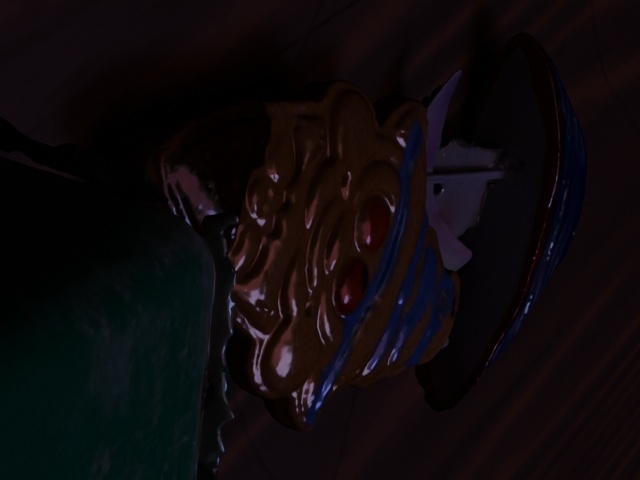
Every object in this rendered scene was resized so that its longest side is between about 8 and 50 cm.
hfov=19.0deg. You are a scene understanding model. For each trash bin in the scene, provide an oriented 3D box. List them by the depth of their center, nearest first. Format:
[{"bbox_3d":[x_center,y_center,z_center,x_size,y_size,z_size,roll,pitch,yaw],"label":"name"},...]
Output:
[{"bbox_3d":[-0.188,0.107,0.537,0.381,0.295,0.259,-34,136,-54],"label":"trash bin"}]

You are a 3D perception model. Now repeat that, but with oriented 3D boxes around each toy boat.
[{"bbox_3d":[0.053,0.015,1.083,0.318,0.072,0.219,-34,132,-41],"label":"toy boat"}]

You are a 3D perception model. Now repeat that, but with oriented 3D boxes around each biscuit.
[{"bbox_3d":[0.000,0.000,0.941,0.280,0.043,0.183,32,70,-56],"label":"biscuit"}]
